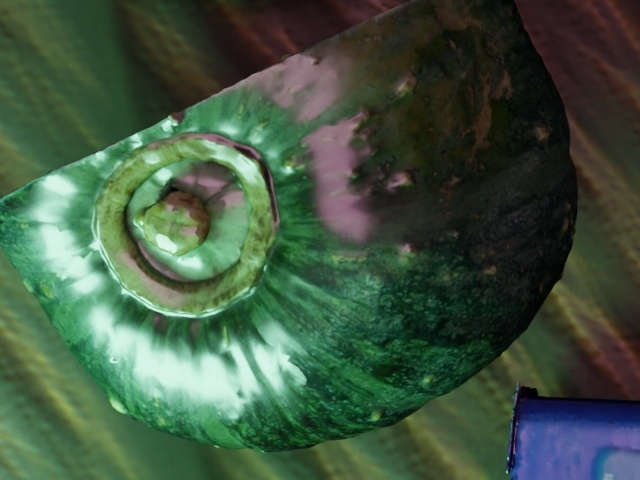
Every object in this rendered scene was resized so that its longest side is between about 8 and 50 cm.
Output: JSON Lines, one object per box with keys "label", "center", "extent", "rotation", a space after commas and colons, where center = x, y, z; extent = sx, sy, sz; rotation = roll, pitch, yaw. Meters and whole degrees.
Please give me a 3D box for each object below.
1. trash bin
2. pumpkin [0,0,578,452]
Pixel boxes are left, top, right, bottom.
{"label": "trash bin", "center": [0.221, 0.151, 1.072], "extent": [0.234, 0.184, 0.162], "rotation": [5, 87, 12]}
{"label": "pumpkin", "center": [0.000, 0.000, 1.036], "extent": [0.293, 0.263, 0.197], "rotation": [-23, 97, 13]}
